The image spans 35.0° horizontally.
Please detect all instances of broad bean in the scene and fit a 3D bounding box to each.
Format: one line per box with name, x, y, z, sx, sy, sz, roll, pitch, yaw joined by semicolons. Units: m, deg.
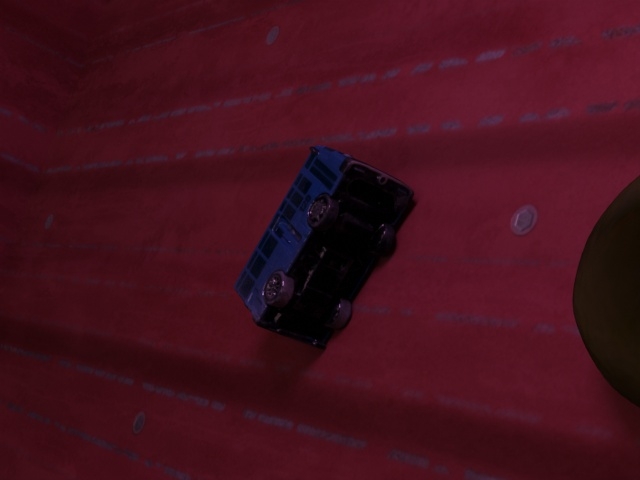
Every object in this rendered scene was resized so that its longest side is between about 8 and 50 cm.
broad bean;0.328;0.030;0.810;0.291;0.119;0.238;-10;70;53

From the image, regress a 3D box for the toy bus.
toy bus;0.000;0.000;1.265;0.234;0.116;0.133;-60;31;10
